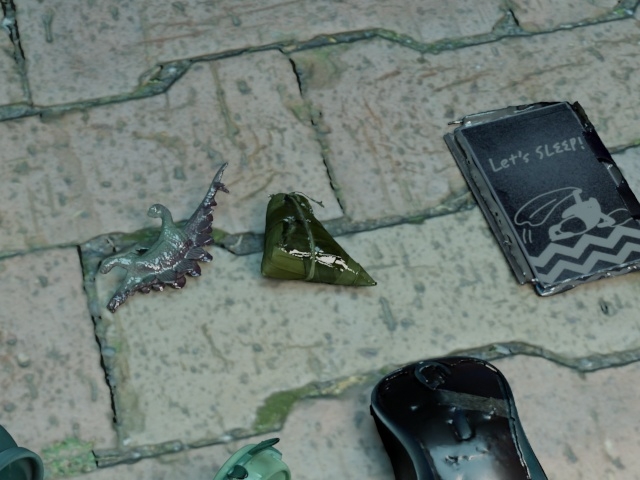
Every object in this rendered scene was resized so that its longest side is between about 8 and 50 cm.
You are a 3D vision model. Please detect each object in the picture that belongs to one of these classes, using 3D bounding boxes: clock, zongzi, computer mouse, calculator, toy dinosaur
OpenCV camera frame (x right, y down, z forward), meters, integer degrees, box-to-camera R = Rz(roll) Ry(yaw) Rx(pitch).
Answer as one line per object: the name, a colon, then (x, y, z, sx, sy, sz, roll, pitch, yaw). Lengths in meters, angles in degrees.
clock: (-0.065, 0.225, 1.646, 0.041, 0.135, 0.101, 30, 53, 23)
zongzi: (0.000, 0.000, 1.927, 0.119, 0.055, 0.109, 11, 44, -9)
computer mouse: (0.127, 0.192, 1.716, 0.137, 0.096, 0.233, -14, 50, -16)
calculator: (0.248, -0.054, 2.008, 0.166, 0.028, 0.274, -12, 46, -11)
toy dinosaur: (-0.148, 0.001, 1.918, 0.082, 0.039, 0.209, 27, 61, 17)

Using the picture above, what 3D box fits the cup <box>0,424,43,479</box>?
cup: (-0.409, 0.231, 1.586, 0.257, 0.219, 0.289, 29, 81, 22)
